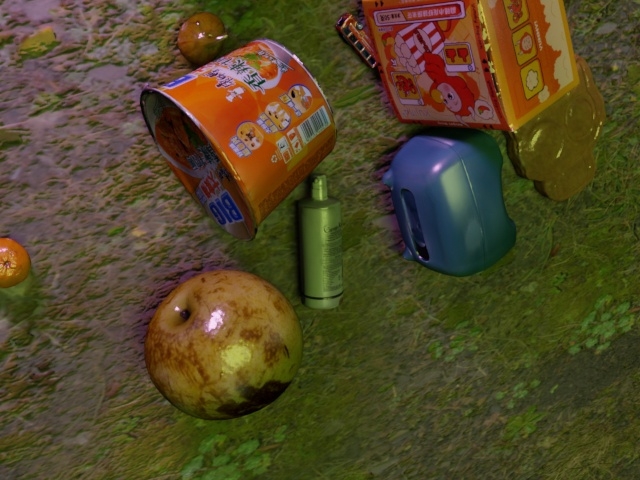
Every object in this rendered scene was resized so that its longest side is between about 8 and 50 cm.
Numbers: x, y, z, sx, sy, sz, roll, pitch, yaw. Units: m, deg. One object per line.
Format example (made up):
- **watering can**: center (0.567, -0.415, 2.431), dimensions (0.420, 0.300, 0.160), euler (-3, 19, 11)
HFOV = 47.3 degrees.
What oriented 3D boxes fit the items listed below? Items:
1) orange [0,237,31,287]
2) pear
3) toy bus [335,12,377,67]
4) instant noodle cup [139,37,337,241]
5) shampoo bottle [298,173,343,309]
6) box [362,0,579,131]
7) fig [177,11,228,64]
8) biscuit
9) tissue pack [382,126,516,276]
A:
- **orange**: center (-0.510, 0.037, 1.176), dimensions (0.083, 0.070, 0.083), euler (-6, 104, -26)
- **pear**: center (-0.164, 0.188, 1.293), dimensions (0.283, 0.283, 0.284), euler (-9, 110, -25)
- **toy bus**: center (0.074, -0.372, 1.365), dimensions (0.043, 0.031, 0.110), euler (-47, 121, 1)
- **instant noodle cup**: center (-0.121, -0.176, 1.199), dimensions (0.214, 0.296, 0.296), euler (-39, 120, -21)
- **shampoo bottle**: center (0.000, 0.000, 1.417), dimensions (0.085, 0.085, 0.262), euler (-10, 110, -24)
- **box**: center (0.263, -0.353, 1.305), dimensions (0.214, 0.283, 0.259), euler (-37, 119, -26)
- **fig**: center (-0.193, -0.329, 1.203), dimensions (0.084, 0.098, 0.082), euler (-20, 116, -8)
- **biscuit**: center (0.530, -0.262, 1.626), dimensions (0.269, 0.051, 0.376), euler (-34, 118, -15)
- **tissue pack**: center (0.254, -0.070, 1.457), dimensions (0.206, 0.198, 0.287), euler (-29, 119, -18)
